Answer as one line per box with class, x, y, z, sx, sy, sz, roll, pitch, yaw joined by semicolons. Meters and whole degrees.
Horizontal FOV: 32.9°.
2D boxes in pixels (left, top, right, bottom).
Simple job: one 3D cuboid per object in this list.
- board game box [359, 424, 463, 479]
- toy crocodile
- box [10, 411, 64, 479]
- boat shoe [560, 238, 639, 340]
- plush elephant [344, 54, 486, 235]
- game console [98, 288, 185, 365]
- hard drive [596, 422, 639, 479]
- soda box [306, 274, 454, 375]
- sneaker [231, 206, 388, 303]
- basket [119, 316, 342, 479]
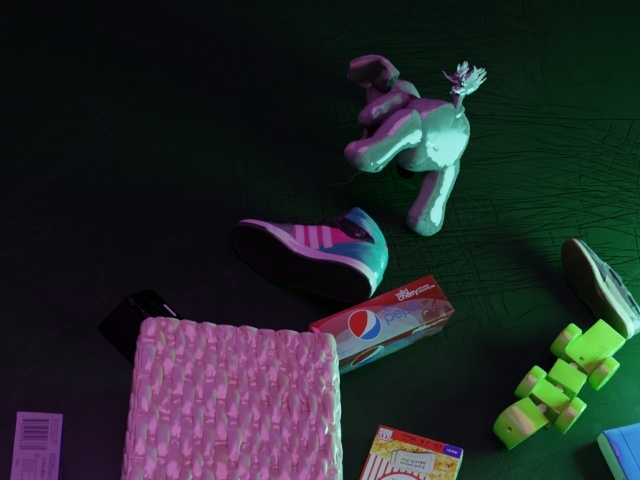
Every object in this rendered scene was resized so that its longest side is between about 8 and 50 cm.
board game box;0.135;0.407;1.750;0.147;0.045;0.193;14;51;13
toy crocodile;0.432;0.252;1.925;0.115;0.105;0.340;38;50;17
box;-0.425;0.345;1.627;0.072;0.137;0.126;4;53;-12
boat shoe;0.544;0.090;2.081;0.073;0.080;0.223;-15;64;-29
plush elephant;0.153;-0.224;2.135;0.272;0.255;0.330;35;83;-34
game console;-0.300;0.154;1.878;0.122;0.071;0.107;42;26;17
hard drive;0.670;0.401;1.895;0.319;0.040;0.210;-9;56;-18
soda box;0.101;0.155;1.915;0.263;0.092;0.083;-21;66;-25
sneaker;0.000;0.000;1.996;0.295;0.124;0.178;21;38;20
basket;-0.135;0.316;1.638;0.328;0.266;0.331;6;51;-8
